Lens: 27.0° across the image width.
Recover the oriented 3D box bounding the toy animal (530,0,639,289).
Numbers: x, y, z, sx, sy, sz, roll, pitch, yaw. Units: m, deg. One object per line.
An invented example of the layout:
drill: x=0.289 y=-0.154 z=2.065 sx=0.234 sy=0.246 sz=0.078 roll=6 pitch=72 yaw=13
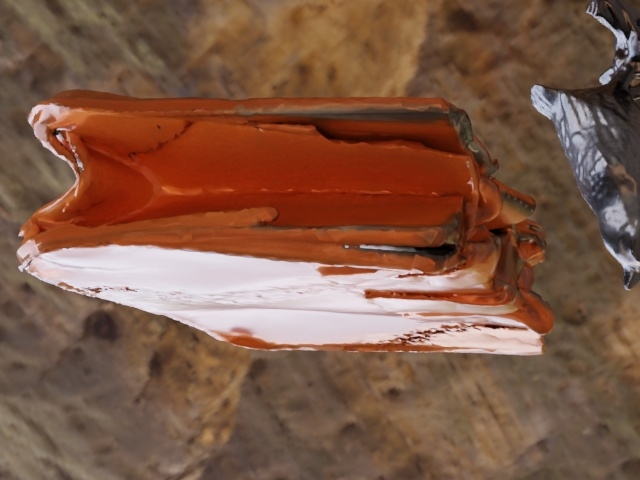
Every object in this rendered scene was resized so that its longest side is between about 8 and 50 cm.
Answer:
toy animal: x=0.211 y=-0.071 z=1.001 sx=0.121 sy=0.117 sz=0.210 roll=78 pitch=-160 yaw=-57

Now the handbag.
handbag: x=0.000 y=0.000 z=0.936 sx=0.410 sy=0.304 sz=0.116 roll=34 pitch=-122 yaw=-70
